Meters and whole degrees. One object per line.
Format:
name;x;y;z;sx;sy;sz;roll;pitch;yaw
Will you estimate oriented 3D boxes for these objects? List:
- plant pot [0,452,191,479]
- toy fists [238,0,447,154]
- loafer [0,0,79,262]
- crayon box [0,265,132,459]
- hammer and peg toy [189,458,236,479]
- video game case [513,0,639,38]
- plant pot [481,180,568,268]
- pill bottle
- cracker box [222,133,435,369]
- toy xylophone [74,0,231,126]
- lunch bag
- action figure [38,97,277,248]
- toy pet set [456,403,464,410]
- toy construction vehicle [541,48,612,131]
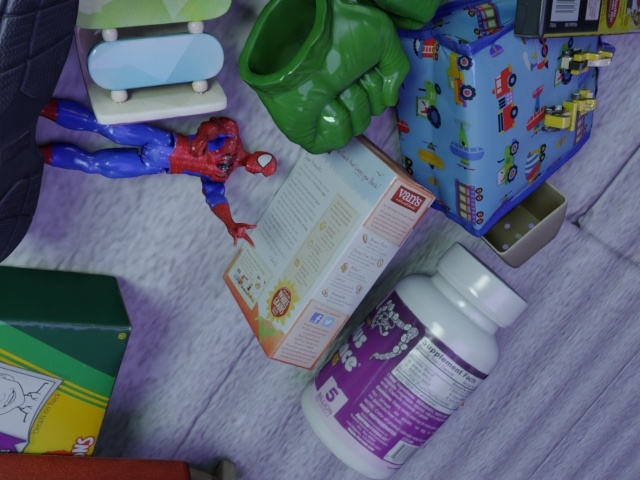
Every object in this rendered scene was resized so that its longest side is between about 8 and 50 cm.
plant pot;-0.267;0.396;0.683;0.267;0.236;0.267;17;112;-37
toy fists;0.042;-0.212;0.637;0.142;0.096;0.279;36;78;-54
loafer;-0.256;-0.112;0.508;0.095;0.109;0.303;26;122;1
crayon box;-0.397;0.196;0.701;0.313;0.106;0.363;7;117;-32
hammer and peg toy;-0.175;0.485;0.857;0.127;0.361;0.266;26;108;-17
video game case;0.289;-0.345;0.685;0.248;0.035;0.275;-15;115;-38
plant pot;0.253;-0.028;0.910;0.109;0.109;0.096;-40;143;1
pill bottle;0.126;0.153;0.914;0.169;0.169;0.301;34;101;-39
cracker box;0.000;0.000;0.752;0.067;0.156;0.232;23;108;-37
toy xylophone;-0.119;-0.262;0.555;0.236;0.081;0.323;-20;124;-17
lunch bag;0.237;-0.178;0.795;0.293;0.138;0.221;-27;128;-22
action figure;-0.155;-0.068;0.643;0.280;0.139;0.092;1;121;-32
toy pet set;0.186;0.264;1.087;0.122;0.065;0.114;-15;127;-19
toy construction vehicle;0.283;-0.163;0.750;0.098;0.035;0.086;-19;120;-42
